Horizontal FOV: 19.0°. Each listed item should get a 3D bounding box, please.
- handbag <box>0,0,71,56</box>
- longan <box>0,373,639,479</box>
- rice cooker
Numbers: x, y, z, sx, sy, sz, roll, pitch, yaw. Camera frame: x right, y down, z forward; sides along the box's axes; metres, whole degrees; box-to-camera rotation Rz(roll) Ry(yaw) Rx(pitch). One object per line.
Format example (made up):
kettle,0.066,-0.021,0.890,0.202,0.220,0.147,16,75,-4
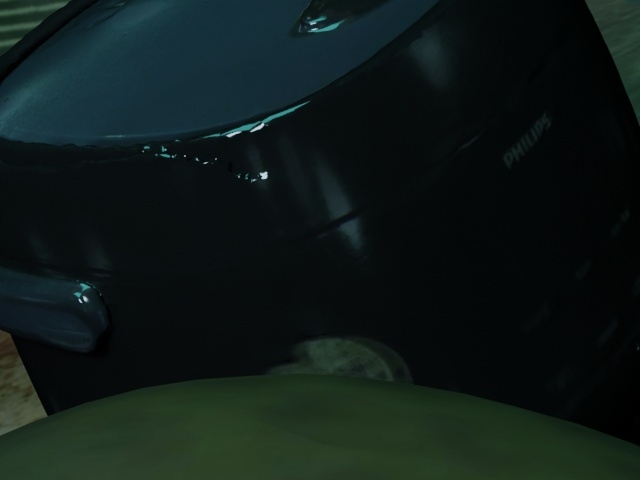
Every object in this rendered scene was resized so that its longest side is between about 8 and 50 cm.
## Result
handbag,-0.075,-0.132,1.024,0.240,0.247,0.340,3,26,38
longan,0.003,0.174,0.367,0.319,0.319,0.319,-18,27,9
rice cooker,0.000,0.000,0.748,0.267,0.224,0.267,-18,29,10
